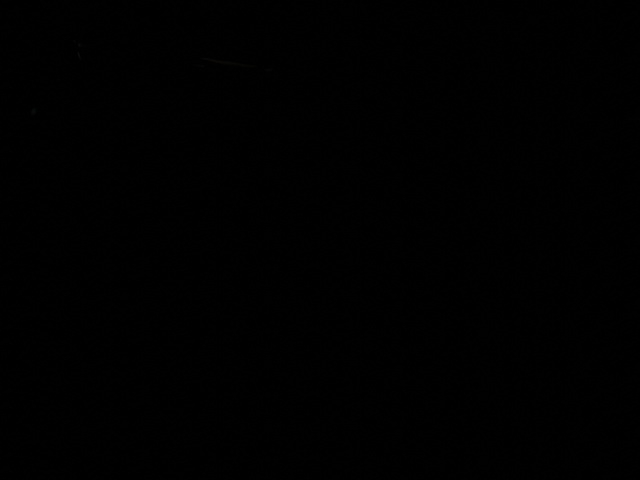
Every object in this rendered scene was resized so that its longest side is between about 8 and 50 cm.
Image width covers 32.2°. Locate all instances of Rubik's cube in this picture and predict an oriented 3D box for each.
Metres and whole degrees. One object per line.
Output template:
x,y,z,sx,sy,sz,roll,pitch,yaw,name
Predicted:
0.000,0.000,0.175,0.318,0.316,0.322,10,-32,13,Rubik's cube
